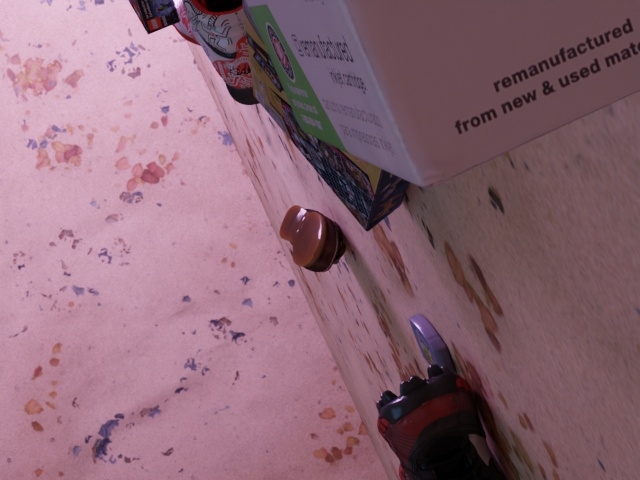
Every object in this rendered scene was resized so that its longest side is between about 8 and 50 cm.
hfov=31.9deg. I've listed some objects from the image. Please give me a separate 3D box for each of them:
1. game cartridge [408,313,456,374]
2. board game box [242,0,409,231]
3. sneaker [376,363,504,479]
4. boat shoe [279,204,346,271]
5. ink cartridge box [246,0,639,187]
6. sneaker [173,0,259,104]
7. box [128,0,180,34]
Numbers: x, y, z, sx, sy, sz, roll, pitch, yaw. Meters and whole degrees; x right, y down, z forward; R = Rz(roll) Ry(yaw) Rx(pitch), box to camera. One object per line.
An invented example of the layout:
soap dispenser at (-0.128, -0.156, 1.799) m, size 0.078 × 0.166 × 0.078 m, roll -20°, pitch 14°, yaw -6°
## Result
game cartridge at (0.113, 0.109, 1.134) m, size 0.083 × 0.017 × 0.056 m, roll -127°, pitch 17°, yaw -66°
board game box at (0.008, -0.105, 0.877) m, size 0.165 × 0.042 × 0.243 m, roll 51°, pitch 172°, yaw 8°
sneaker at (0.125, 0.218, 1.072) m, size 0.276 × 0.098 × 0.135 m, roll 70°, pitch 174°, yaw -57°
boat shoe at (0.000, 0.000, 1.512) m, size 0.073 × 0.073 × 0.207 m, roll 28°, pitch -171°, yaw -16°
ink cartridge box at (0.007, -0.172, 0.377) m, size 0.198 × 0.115 × 0.272 m, roll -136°, pitch 22°, yaw -75°
sneaker at (-0.130, -0.289, 1.334) m, size 0.270 × 0.090 × 0.145 m, roll 56°, pitch 169°, yaw 42°
box at (-0.242, -0.373, 1.332) m, size 0.159 × 0.044 × 0.233 m, roll 77°, pitch 166°, yaw -46°
